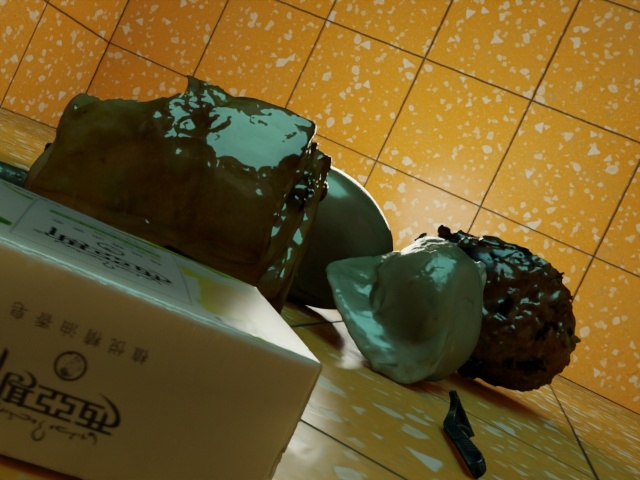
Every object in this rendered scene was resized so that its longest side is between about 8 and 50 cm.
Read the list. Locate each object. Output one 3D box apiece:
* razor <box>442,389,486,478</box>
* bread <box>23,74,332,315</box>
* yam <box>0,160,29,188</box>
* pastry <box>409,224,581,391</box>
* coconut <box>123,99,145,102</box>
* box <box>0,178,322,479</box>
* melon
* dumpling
[{"bbox_3d":[0.162,0.229,0.828,0.190,0.033,0.066,-45,112,-85],"label":"razor"},{"bbox_3d":[-0.159,-0.086,0.949,0.370,0.314,0.191,28,-37,-12],"label":"bread"},{"bbox_3d":[-0.409,-0.069,0.938,0.169,0.068,0.068,24,2,-45],"label":"yam"},{"bbox_3d":[0.339,0.140,1.468,0.405,0.292,0.337,32,-14,6],"label":"pastry"},{"bbox_3d":[-0.260,-0.093,1.187,0.239,0.239,0.244,26,2,30],"label":"coconut"},{"bbox_3d":[-0.152,0.048,0.441,0.260,0.111,0.194,27,1,-20],"label":"box"},{"bbox_3d":[0.000,0.000,1.428,0.330,0.268,0.268,47,-9,-29],"label":"melon"},{"bbox_3d":[0.172,0.090,1.219,0.270,0.212,0.320,57,13,16],"label":"dumpling"}]
